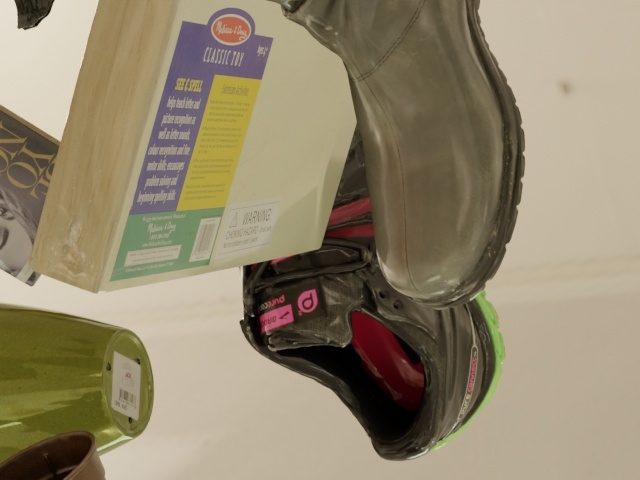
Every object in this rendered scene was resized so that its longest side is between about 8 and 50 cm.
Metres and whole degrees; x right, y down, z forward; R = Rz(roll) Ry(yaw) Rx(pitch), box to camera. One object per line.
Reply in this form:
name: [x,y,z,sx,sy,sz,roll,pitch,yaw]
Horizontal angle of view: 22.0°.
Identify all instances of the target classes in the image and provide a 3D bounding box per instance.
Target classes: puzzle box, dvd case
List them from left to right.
dvd case: [-0.363,-0.066,1.781,0.164,0.221,0.018,-52,-162,20]
puzzle box: [-0.049,-0.115,1.121,0.052,0.272,0.409,19,-171,17]

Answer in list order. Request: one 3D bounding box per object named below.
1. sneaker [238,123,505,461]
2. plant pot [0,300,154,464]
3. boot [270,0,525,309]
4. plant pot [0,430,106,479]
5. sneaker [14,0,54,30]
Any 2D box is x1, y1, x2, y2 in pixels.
sneaker: [0.000,0.000,1.519,0.185,0.483,0.202,-30,-166,37]
plant pot: [-0.368,0.193,2.063,0.294,0.274,0.275,-7,-163,20]
boot: [0.006,-0.098,0.732,0.161,0.246,0.083,16,155,-40]
plant pot: [-0.289,0.327,1.844,0.167,0.165,0.167,-24,-162,8]
sneaker: [-0.290,-0.297,1.594,0.089,0.170,0.051,-27,-174,-1]
